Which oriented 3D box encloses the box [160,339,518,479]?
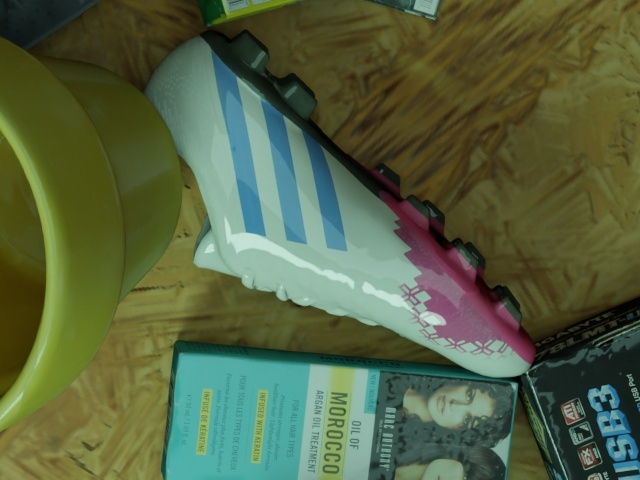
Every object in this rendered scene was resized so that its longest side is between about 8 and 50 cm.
[{"bbox_3d":[0.013,0.134,1.327,0.244,0.060,0.101,5,94,-8],"label":"box"}]

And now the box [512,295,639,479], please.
[{"bbox_3d":[0.322,0.166,1.368,0.293,0.073,0.296,-23,99,-5],"label":"box"}]

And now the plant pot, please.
[{"bbox_3d":[-0.212,-0.019,1.166,0.254,0.239,0.254,5,105,21],"label":"plant pot"}]

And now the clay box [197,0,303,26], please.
[{"bbox_3d":[0.010,-0.236,1.268,0.222,0.053,0.127,-18,94,-22],"label":"clay box"}]

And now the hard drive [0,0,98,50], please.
[{"bbox_3d":[-0.276,-0.184,1.243,0.254,0.054,0.172,-31,110,-9],"label":"hard drive"}]

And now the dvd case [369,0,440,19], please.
[{"bbox_3d":[0.037,-0.215,1.323,0.119,0.013,0.087,15,93,-8],"label":"dvd case"}]

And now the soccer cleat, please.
[{"bbox_3d":[0.000,0.000,1.296,0.331,0.116,0.143,44,97,-4],"label":"soccer cleat"}]
